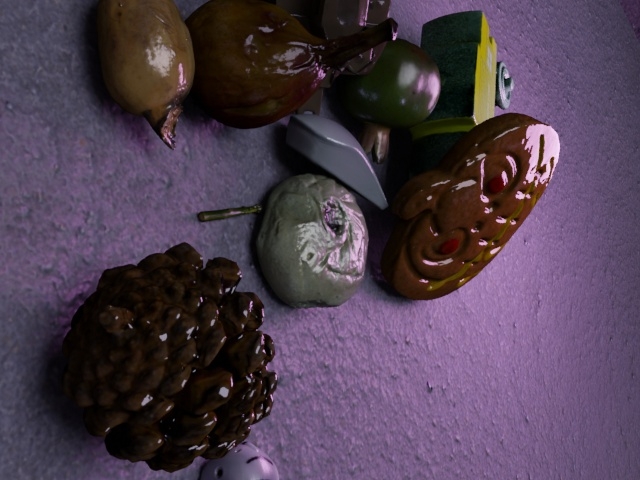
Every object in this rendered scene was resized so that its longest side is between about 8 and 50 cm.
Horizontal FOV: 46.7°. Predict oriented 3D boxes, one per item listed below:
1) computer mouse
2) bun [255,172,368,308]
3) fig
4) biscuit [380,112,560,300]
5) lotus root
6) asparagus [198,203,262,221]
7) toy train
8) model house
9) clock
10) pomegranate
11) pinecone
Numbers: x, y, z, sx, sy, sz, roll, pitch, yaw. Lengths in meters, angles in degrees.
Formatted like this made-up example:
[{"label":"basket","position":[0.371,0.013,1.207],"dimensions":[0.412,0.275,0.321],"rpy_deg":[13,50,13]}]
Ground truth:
[{"label":"computer mouse","position":[0.035,-0.134,1.215],"dimensions":[0.079,0.128,0.231],"rpy_deg":[-51,134,3]},{"label":"bun","position":[0.000,0.003,1.151],"dimensions":[0.221,0.108,0.221],"rpy_deg":[17,68,-49]},{"label":"fig","position":[-0.059,-0.247,1.001],"dimensions":[0.190,0.290,0.191],"rpy_deg":[-4,95,-52]},{"label":"biscuit","position":[0.264,-0.048,1.321],"dimensions":[0.350,0.394,0.070],"rpy_deg":[3,36,-44]},{"label":"lotus root","position":[-0.217,-0.225,0.938],"dimensions":[0.125,0.118,0.221],"rpy_deg":[-13,88,-35]},{"label":"asparagus","position":[-0.127,-0.041,1.078],"dimensions":[0.127,0.018,0.015],"rpy_deg":[-11,115,-52]},{"label":"toy train","position":[0.282,-0.248,1.488],"dimensions":[0.272,0.179,0.442],"rpy_deg":[42,49,-53]},{"label":"model house","position":[-0.001,-0.311,1.161],"dimensions":[0.211,0.204,0.243],"rpy_deg":[0,114,-21]},{"label":"clock","position":[-0.091,0.345,0.939],"dimensions":[0.080,0.117,0.176],"rpy_deg":[23,63,-47]},{"label":"pomegranate","position":[0.113,-0.250,1.328],"dimensions":[0.187,0.187,0.225],"rpy_deg":[5,101,-51]},{"label":"pinecone","position":[-0.166,0.136,0.825],"dimensions":[0.257,0.243,0.243],"rpy_deg":[100,5,-59]}]
